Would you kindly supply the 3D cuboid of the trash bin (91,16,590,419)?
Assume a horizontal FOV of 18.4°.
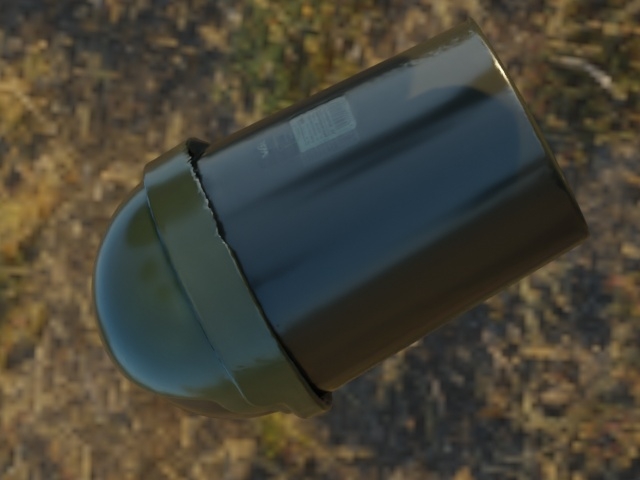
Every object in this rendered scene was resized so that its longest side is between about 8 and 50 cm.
[{"bbox_3d":[0.000,0.000,1.367,0.214,0.334,0.214,61,-178,-4],"label":"trash bin"}]
